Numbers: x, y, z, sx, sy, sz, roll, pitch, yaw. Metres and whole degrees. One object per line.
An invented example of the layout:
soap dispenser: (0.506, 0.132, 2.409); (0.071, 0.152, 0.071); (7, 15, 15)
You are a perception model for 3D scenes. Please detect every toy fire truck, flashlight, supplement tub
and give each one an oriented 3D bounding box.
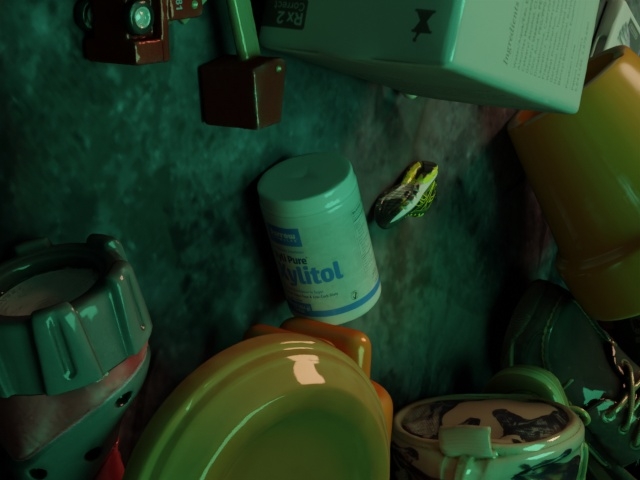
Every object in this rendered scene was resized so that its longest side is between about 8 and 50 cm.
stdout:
toy fire truck: (-0.081, -0.156, 0.717); (0.135, 0.047, 0.192); (-20, 114, -50)
flashlight: (-0.122, 0.148, 0.701); (0.103, 0.103, 0.304); (-39, 127, -41)
supplement tub: (0.000, 0.000, 0.849); (0.071, 0.071, 0.107); (-44, 131, -38)

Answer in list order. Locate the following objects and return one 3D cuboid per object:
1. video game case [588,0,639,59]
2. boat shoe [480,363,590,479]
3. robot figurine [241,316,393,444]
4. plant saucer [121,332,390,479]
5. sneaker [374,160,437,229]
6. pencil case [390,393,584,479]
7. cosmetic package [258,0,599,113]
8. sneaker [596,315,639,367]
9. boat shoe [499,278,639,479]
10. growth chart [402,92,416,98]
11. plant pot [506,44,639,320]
video game case: (0.319, -0.132, 1.280); (0.190, 0.022, 0.173); (39, 68, -51)
boat shoe: (0.206, 0.215, 1.168); (0.089, 0.105, 0.285); (-50, 145, -39)
robot figurine: (-0.016, 0.166, 0.824); (0.158, 0.128, 0.219); (-121, -144, -80)
plant saucer: (-0.028, 0.154, 0.696); (0.200, 0.037, 0.200); (-13, 110, -40)
sneaker: (0.074, -0.030, 0.971); (0.083, 0.031, 0.035); (-46, 133, -37)
pencil case: (0.130, 0.323, 1.031); (0.183, 0.160, 0.410); (-45, 138, -71)
cosmetic package: (0.082, -0.179, 0.810); (0.184, 0.151, 0.151); (7, 94, -54)
sneaker: (0.352, 0.041, 1.259); (0.098, 0.135, 0.276); (-27, 123, -29)
boat shoe: (0.292, 0.158, 1.230); (0.132, 0.130, 0.355); (-62, 141, -21)
growth chart: (0.048, -0.216, 0.898); (0.237, 0.021, 0.172); (48, 62, -47)
plant pot: (0.272, -0.063, 1.083); (0.188, 0.205, 0.205); (53, 52, -9)
